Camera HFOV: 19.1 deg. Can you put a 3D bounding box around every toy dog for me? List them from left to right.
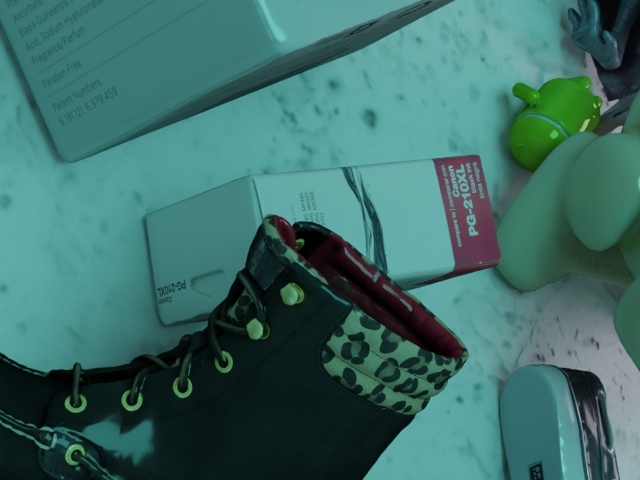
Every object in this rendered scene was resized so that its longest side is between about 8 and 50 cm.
[{"bbox_3d":[0.421,0.011,1.667,0.285,0.408,0.395,29,98,-34],"label":"toy dog"}]

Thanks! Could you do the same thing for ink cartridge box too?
[{"bbox_3d":[0.000,0.000,1.569,0.237,0.172,0.100,-7,83,-37],"label":"ink cartridge box"}]

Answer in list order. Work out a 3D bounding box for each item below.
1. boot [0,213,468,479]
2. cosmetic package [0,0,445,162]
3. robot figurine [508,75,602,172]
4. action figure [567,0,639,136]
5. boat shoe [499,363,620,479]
[{"bbox_3d":[-0.105,0.096,1.380,0.377,0.284,0.138,35,19,-15],"label":"boot"},{"bbox_3d":[-0.082,-0.322,1.493,0.329,0.327,0.393,-26,94,-37],"label":"cosmetic package"},{"bbox_3d":[0.225,-0.110,1.826,0.115,0.067,0.101,-51,121,-33],"label":"robot figurine"},{"bbox_3d":[0.450,-0.250,1.914,0.370,0.248,0.275,0,79,-33],"label":"action figure"},{"bbox_3d":[0.235,0.262,1.725,0.102,0.108,0.301,6,68,-33],"label":"boat shoe"}]
